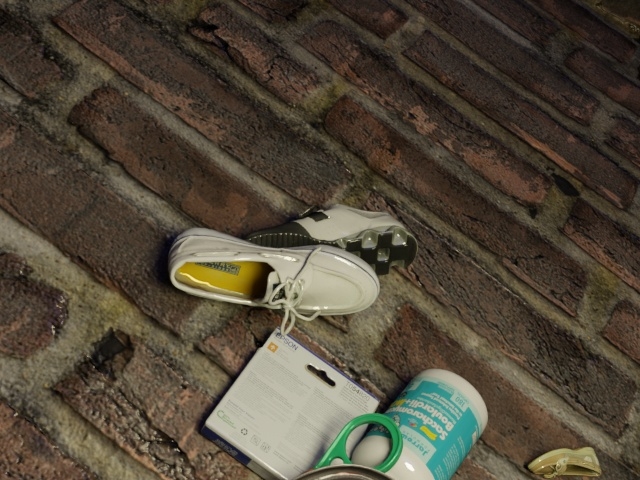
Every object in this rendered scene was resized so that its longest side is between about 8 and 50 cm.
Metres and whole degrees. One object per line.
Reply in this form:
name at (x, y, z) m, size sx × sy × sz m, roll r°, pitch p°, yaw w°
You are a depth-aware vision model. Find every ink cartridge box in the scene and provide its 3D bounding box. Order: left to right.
ink cartridge box at (-0.043, 0.283, 1.268) m, size 0.223 × 0.045 × 0.224 m, roll 36°, pitch 48°, yaw 3°

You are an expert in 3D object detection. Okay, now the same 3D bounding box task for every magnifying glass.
magnifying glass at (0.016, 0.336, 1.165) m, size 0.231 × 0.026 × 0.092 m, roll -29°, pitch 53°, yaw -6°

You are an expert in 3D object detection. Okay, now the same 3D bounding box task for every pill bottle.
pill bottle at (0.147, 0.334, 1.255) m, size 0.146 × 0.146 × 0.264 m, roll 42°, pitch 49°, yaw 8°

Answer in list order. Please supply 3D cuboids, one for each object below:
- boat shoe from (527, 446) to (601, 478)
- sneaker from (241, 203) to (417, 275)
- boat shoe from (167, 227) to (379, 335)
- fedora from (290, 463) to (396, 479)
boat shoe at (0.437, 0.402, 1.407) m, size 0.153 × 0.056 × 0.048 m, roll 5°, pitch 49°, yaw -31°
sneaker at (0.000, 0.000, 1.465) m, size 0.331 × 0.122 × 0.146 m, roll -2°, pitch 34°, yaw -18°
boat shoe at (-0.073, 0.074, 1.310) m, size 0.367 × 0.135 × 0.156 m, roll 14°, pitch 23°, yaw -11°
fedora at (0.022, 0.436, 1.054) m, size 0.276 × 0.124 × 0.243 m, roll -33°, pitch 90°, yaw -12°
